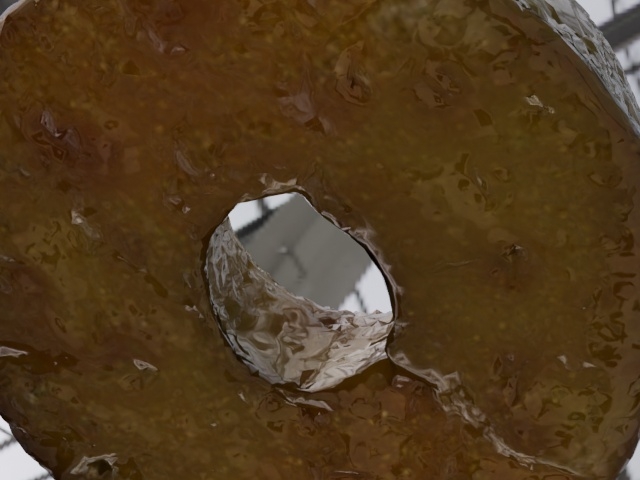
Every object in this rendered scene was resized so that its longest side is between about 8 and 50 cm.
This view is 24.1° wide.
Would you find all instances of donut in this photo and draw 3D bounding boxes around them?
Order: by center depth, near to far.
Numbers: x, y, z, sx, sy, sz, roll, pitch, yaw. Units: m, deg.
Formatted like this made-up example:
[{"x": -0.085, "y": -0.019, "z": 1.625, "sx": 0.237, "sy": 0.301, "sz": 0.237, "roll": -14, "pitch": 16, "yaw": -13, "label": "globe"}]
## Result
[{"x": 0.000, "y": 0.000, "z": 0.591, "sx": 0.303, "sy": 0.303, "sz": 0.110, "roll": 56, "pitch": -149, "yaw": -22, "label": "donut"}]
